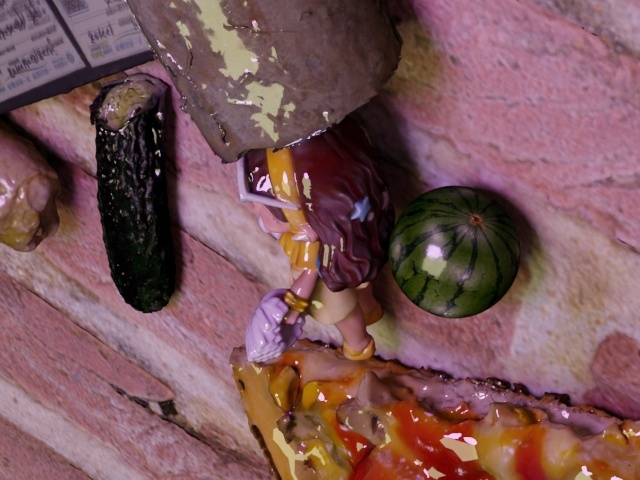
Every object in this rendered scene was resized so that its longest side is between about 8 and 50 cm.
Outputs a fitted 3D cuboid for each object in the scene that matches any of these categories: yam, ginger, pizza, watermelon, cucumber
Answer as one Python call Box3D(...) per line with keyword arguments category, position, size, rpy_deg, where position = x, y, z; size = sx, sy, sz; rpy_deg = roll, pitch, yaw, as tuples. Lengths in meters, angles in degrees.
Box3D(category="yam", position=(-0.074, -0.219, 1.364), size=(0.168, 0.168, 0.304), rpy_deg=(-12, 111, 46))
Box3D(category="ginger", position=(-0.341, -0.081, 1.761), size=(0.263, 0.116, 0.109), rpy_deg=(28, 95, 30))
Box3D(category="pizza", position=(0.126, 0.220, 1.562), size=(0.440, 0.130, 0.406), rpy_deg=(51, 142, -3))
Box3D(category="watermelon", position=(0.097, 0.013, 1.445), size=(0.109, 0.109, 0.109), rpy_deg=(23, 134, 27))
Box3D(category="cucumber", position=(-0.159, -0.026, 1.668), size=(0.067, 0.067, 0.245), rpy_deg=(22, 132, 28))

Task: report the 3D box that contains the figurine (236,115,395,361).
Box3D(category="figurine", position=(0.001, -0.001, 1.496), size=(0.116, 0.174, 0.240), rpy_deg=(1, 140, 5))

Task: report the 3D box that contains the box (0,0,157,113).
Box3D(category="box", position=(-0.219, -0.226, 1.573), size=(0.350, 0.058, 0.211), rpy_deg=(-12, 114, 46))
